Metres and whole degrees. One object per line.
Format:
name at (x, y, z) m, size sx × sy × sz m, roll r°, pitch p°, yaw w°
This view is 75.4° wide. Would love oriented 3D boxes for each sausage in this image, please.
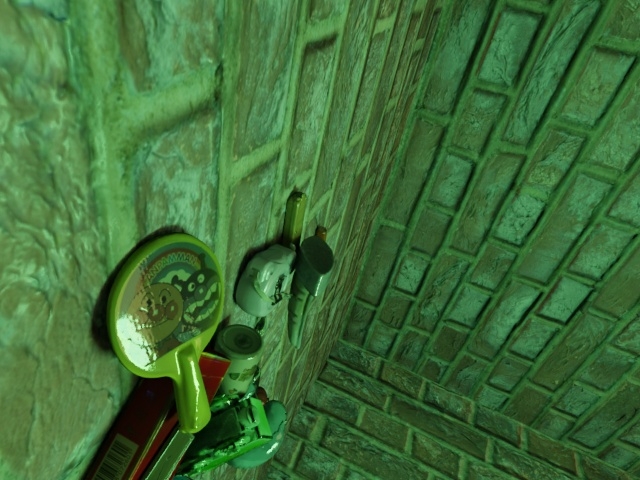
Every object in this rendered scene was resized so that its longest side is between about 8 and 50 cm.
sausage at (0.000, 0.000, 1.576) m, size 0.131 × 0.041 × 0.039 m, roll 97°, pitch -1°, yaw -50°

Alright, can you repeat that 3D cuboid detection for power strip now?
power strip at (-0.084, -0.015, 1.222) m, size 0.064 × 0.044 × 0.305 m, roll -52°, pitch 159°, yaw -50°

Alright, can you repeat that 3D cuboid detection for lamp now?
lamp at (-0.234, 0.583, 1.506) m, size 0.101 × 0.090 × 0.101 m, roll -164°, pitch -90°, yaw -70°

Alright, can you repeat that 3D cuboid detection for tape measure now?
tape measure at (-0.137, 0.112, 1.085) m, size 0.196 × 0.105 × 0.178 m, roll -42°, pitch 152°, yaw -64°

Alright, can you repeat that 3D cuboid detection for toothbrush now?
toothbrush at (-0.217, 0.379, 1.207) m, size 0.037 × 0.028 × 0.375 m, roll 92°, pitch 10°, yaw -45°

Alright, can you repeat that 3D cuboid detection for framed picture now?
framed picture at (-0.297, 0.429, 0.787) m, size 0.149 × 0.011 × 0.109 m, roll -57°, pitch 161°, yaw -35°

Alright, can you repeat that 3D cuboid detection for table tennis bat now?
table tennis bat at (-0.236, 0.167, 0.693) m, size 0.224 × 0.054 × 0.368 m, roll -30°, pitch 122°, yaw -55°

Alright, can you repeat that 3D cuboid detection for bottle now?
bottle at (-0.231, 0.340, 1.051) m, size 0.120 × 0.120 × 0.253 m, roll -43°, pitch 159°, yaw -60°

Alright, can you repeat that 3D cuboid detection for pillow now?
pillow at (-0.210, 0.506, 1.155) m, size 0.214 × 0.233 × 0.086 m, roll -48°, pitch 162°, yaw -31°

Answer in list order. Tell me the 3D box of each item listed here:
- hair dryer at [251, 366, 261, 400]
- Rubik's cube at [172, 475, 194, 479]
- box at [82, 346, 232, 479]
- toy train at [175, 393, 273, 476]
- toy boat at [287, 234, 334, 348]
hair dryer at (-0.188, 0.492, 1.258) m, size 0.078 × 0.248 × 0.195 m, roll -9°, pitch 128°, yaw -33°
Rubik's cube at (-0.355, 0.684, 0.992) m, size 0.167 × 0.184 × 0.180 m, roll -62°, pitch 168°, yaw -16°
box at (-0.313, 0.357, 0.823) m, size 0.313 × 0.089 × 0.197 m, roll -63°, pitch 163°, yaw -16°
toy train at (-0.243, 0.461, 0.980) m, size 0.243 × 0.132 × 0.188 m, roll -25°, pitch 150°, yaw -1°
toy boat at (-0.047, 0.123, 1.231) m, size 0.276 × 0.111 × 0.293 m, roll -88°, pitch -161°, yaw -49°
